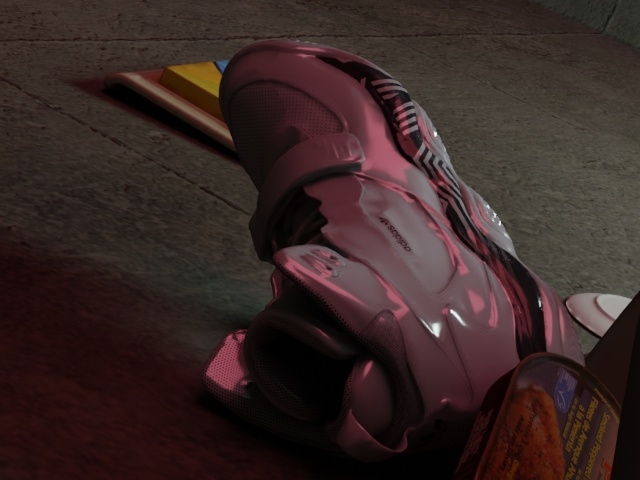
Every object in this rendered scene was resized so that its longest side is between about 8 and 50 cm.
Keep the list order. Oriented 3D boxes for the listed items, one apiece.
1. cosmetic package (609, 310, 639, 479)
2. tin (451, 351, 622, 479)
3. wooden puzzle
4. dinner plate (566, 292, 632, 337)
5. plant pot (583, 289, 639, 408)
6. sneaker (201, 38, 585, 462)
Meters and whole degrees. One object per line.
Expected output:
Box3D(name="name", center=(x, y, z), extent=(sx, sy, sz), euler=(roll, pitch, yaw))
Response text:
Box3D(name="cosmetic package", center=(0.332, 0.120, 0.737), extent=(0.394, 0.329, 0.327), euler=(9, 5, 8))
Box3D(name="tin", center=(0.131, 0.146, 0.984), extent=(0.106, 0.040, 0.189), euler=(39, 40, -7))
Box3D(name="wooden puzzle", center=(-0.068, -0.131, 1.700), extent=(0.239, 0.044, 0.221), euler=(27, 18, 18))
Box3D(name="dinner plate", center=(0.293, 0.078, 1.543), extent=(0.141, 0.017, 0.141), euler=(19, 19, -7))
Box3D(name="plant pot", center=(0.340, 0.086, 1.135), extent=(0.323, 0.280, 0.323), euler=(20, 18, -7))
Box3D(name="sneaker", center=(0.000, 0.000, 1.116), extent=(0.210, 0.137, 0.366), euler=(-9, 52, -45))
